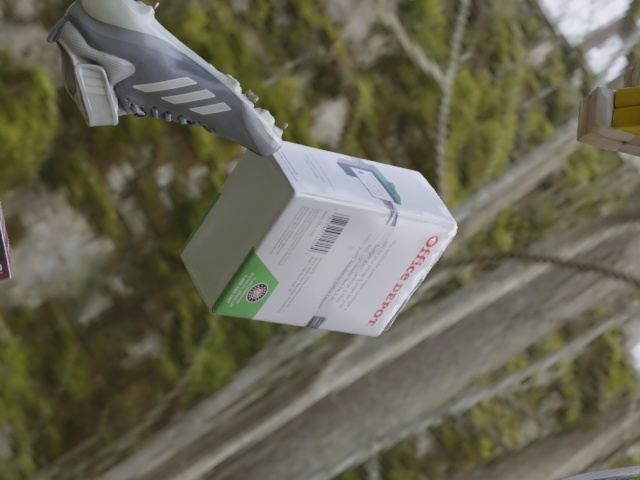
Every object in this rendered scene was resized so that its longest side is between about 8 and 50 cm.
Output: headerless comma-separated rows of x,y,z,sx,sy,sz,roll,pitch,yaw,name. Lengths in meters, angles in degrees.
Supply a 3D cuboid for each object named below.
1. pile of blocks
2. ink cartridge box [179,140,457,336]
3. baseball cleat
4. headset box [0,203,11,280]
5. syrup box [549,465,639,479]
0.404,-0.158,1.736,0.362,0.112,0.149,-2,-25,22,pile of blocks
0.000,0.000,1.895,0.160,0.219,0.092,-55,-133,25,ink cartridge box
-0.129,-0.115,1.547,0.206,0.109,0.072,41,-3,-18,baseball cleat
-0.154,-0.015,0.742,0.032,0.062,0.083,-112,-167,-66,headset box
0.312,0.258,1.802,0.237,0.093,0.096,-15,-94,37,syrup box
